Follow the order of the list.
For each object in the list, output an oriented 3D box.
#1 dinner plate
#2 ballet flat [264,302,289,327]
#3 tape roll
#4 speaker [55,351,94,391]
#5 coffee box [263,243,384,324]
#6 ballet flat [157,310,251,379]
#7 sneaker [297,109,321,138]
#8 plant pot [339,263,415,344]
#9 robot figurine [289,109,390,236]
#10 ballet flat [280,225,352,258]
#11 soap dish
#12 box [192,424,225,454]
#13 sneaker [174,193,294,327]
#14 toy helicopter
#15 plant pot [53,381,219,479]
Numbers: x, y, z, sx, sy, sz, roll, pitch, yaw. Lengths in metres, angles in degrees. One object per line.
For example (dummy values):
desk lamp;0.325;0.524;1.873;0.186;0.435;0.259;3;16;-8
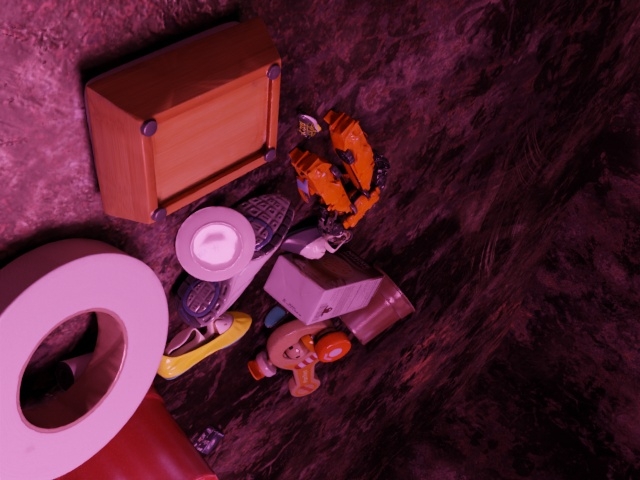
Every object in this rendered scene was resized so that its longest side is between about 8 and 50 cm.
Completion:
dinner plate;-0.183;0.009;1.350;0.141;0.017;0.141;-5;111;-12
ballet flat;-0.082;0.158;1.772;0.114;0.041;0.041;-52;154;0
tape roll;-0.396;0.187;1.176;0.392;0.072;0.392;-39;142;-40
speaker;-0.391;0.220;1.344;0.136;0.055;0.055;-12;134;-52
coffee box;0.012;0.093;1.729;0.246;0.141;0.098;-10;132;-55
ballet flat;-0.234;0.193;1.547;0.231;0.077;0.077;-32;132;-30
sneaker;-0.025;-0.208;1.401;0.035;0.031;0.083;-51;154;1
plant pot;0.132;0.176;2.024;0.165;0.167;0.167;-40;153;-4
robot figurine;0.043;-0.128;1.554;0.211;0.085;0.291;-47;153;-8
ballet flat;0.000;0.000;1.660;0.203;0.074;0.074;-19;140;-48
soap dish;-0.183;-0.167;1.102;0.290;0.118;0.229;-32;149;-32
box;-0.280;0.499;1.923;0.067;0.018;0.083;-47;154;-9
sneaker;-0.157;0.032;1.452;0.297;0.111;0.129;-49;171;1
toy helicopter;-0.061;0.297;1.860;0.234;0.140;0.355;-21;147;-13
plant pot;-0.349;0.427;1.439;0.272;0.265;0.272;-37;151;-25
